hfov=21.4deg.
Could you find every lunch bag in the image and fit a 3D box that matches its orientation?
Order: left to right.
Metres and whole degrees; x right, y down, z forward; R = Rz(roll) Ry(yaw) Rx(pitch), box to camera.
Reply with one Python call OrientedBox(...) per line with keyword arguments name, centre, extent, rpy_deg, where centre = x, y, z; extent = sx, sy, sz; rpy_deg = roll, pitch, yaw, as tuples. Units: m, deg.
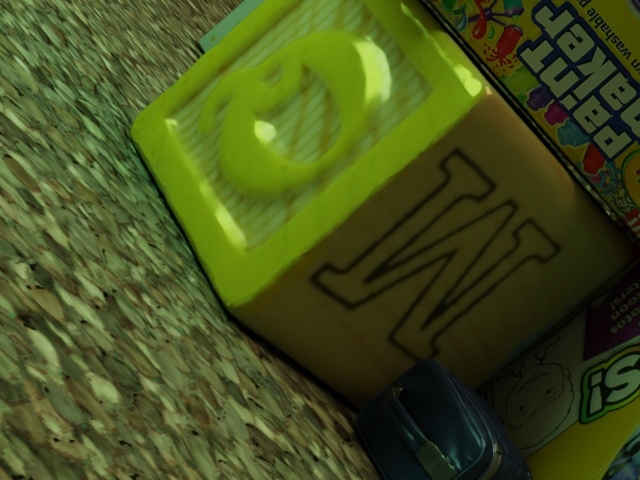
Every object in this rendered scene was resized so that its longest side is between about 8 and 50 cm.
OrientedBox(name="lunch bag", centre=(0.067, 0.116, 0.971), extent=(0.065, 0.067, 0.098), rpy_deg=(41, 10, -44))

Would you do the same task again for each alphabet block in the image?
OrientedBox(name="alphabet block", centre=(0.036, -0.030, 1.031), extent=(0.197, 0.193, 0.192), rpy_deg=(40, 11, -46))

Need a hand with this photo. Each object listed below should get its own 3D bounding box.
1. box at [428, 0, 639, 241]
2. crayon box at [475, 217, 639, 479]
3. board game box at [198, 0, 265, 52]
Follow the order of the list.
OrientedBox(name="box", centre=(0.203, -0.194, 1.005), extent=(0.290, 0.279, 0.177), rpy_deg=(45, 9, -17))
OrientedBox(name="crayon box", centre=(0.239, 0.083, 0.988), extent=(0.106, 0.363, 0.313), rpy_deg=(46, 9, -22))
OrientedBox(name="board game box", centre=(0.040, -0.070, 1.535), extent=(0.224, 0.097, 0.303), rpy_deg=(38, 13, -52))
